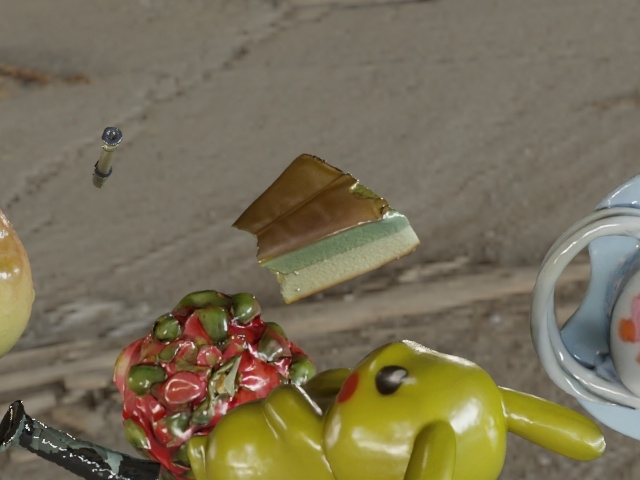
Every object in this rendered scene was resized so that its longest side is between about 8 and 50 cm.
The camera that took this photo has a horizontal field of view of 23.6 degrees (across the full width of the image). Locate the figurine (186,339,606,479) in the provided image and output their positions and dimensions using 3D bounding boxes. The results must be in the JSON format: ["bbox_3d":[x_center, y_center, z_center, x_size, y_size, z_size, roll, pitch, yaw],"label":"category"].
[{"bbox_3d":[0.041,0.184,1.299,0.326,0.169,0.218,-25,-3,40],"label":"figurine"}]

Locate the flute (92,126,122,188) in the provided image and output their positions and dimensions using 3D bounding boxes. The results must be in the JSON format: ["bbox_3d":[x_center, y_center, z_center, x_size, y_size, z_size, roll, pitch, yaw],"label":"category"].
[{"bbox_3d":[-0.280,-0.104,1.994,0.027,0.027,0.233,-12,-10,-15],"label":"flute"}]

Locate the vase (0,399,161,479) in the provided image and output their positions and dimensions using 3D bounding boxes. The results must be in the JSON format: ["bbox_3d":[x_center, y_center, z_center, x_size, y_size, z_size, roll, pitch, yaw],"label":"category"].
[{"bbox_3d":[-0.248,0.221,1.569,0.167,0.059,0.059,28,10,-20],"label":"vase"}]

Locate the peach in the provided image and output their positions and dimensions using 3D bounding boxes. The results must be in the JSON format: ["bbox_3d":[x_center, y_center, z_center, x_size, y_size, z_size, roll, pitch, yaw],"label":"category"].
[{"bbox_3d":[-0.438,0.035,1.813,0.232,0.233,0.232,-5,20,2],"label":"peach"}]

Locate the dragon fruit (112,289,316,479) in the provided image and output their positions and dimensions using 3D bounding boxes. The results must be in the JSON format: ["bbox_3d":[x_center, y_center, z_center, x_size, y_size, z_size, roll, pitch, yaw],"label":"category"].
[{"bbox_3d":[-0.119,0.185,1.851,0.237,0.231,0.302,-29,-21,10],"label":"dragon fruit"}]

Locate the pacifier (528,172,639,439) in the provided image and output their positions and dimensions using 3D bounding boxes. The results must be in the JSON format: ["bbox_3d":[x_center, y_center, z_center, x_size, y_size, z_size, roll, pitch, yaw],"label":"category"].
[{"bbox_3d":[0.339,0.043,1.499,0.244,0.300,0.233,16,25,9],"label":"pacifier"}]

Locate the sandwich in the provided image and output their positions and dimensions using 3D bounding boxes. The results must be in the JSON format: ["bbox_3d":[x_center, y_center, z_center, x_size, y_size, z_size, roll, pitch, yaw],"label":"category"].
[{"bbox_3d":[0.000,0.000,2.166,0.186,0.108,0.220,-48,46,-14],"label":"sandwich"}]
